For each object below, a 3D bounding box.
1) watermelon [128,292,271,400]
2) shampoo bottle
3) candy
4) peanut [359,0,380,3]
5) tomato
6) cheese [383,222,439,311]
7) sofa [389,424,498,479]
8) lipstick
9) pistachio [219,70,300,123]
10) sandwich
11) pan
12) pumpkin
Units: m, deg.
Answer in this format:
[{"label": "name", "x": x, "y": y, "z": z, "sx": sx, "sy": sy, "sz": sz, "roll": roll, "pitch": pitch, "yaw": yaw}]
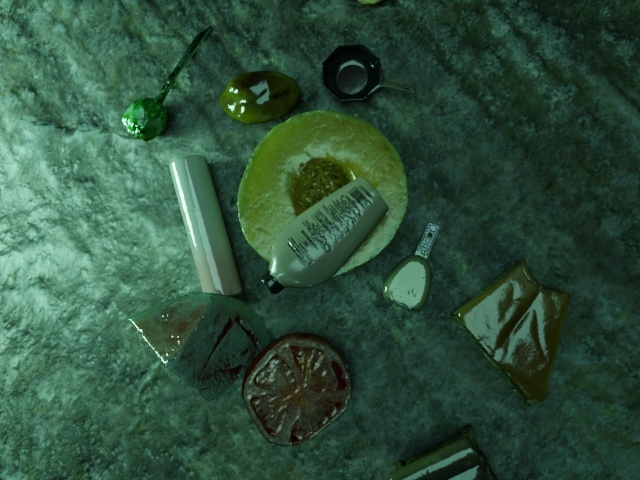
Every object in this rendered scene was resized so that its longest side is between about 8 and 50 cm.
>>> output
[{"label": "watermelon", "x": -0.264, "y": 0.228, "z": 0.927, "sx": 0.262, "sy": 0.213, "sz": 0.201, "roll": -13, "pitch": 44, "yaw": 14}, {"label": "shampoo bottle", "x": 0.000, "y": 0.000, "z": 0.796, "sx": 0.257, "sy": 0.078, "sz": 0.127, "roll": -40, "pitch": 75, "yaw": 0}, {"label": "candy", "x": -0.349, "y": -0.379, "z": 1.059, "sx": 0.097, "sy": 0.097, "sz": 0.323, "roll": 31, "pitch": 85, "yaw": 8}, {"label": "peanut", "x": 0.098, "y": -0.674, "z": 0.979, "sx": 0.147, "sy": 0.147, "sz": 0.305, "roll": -18, "pitch": 90, "yaw": 7}, {"label": "tomato", "x": -0.054, "y": 0.311, "z": 0.959, "sx": 0.237, "sy": 0.095, "sz": 0.236, "roll": 0, "pitch": 91, "yaw": -13}, {"label": "cheese", "x": 0.210, "y": 0.054, "z": 0.973, "sx": 0.097, "sy": 0.037, "sz": 0.192, "roll": 23, "pitch": 92, "yaw": 7}, {"label": "sofa", "x": 0.278, "y": 0.528, "z": 0.871, "sx": 0.200, "sy": 0.182, "sz": 0.258, "roll": -29, "pitch": 84, "yaw": 5}, {"label": "lipstick", "x": -0.259, "y": -0.025, "z": 1.018, "sx": 0.087, "sy": 0.087, "sz": 0.327, "roll": -17, "pitch": 86, "yaw": 7}, {"label": "pistachio", "x": -0.140, "y": -0.317, "z": 1.007, "sx": 0.189, "sy": 0.100, "sz": 0.110, "roll": -2, "pitch": 86, "yaw": 7}, {"label": "sandwich", "x": 0.433, "y": 0.185, "z": 0.924, "sx": 0.212, "sy": 0.063, "sz": 0.245, "roll": -40, "pitch": 84, "yaw": 3}, {"label": "pan", "x": 0.097, "y": -0.344, "z": 1.001, "sx": 0.202, "sy": 0.048, "sz": 0.128, "roll": 45, "pitch": 95, "yaw": 9}, {"label": "pumpkin", "x": 0.009, "y": -0.076, "z": 0.941, "sx": 0.332, "sy": 0.199, "sz": 0.332, "roll": -1, "pitch": 81, "yaw": 4}]
